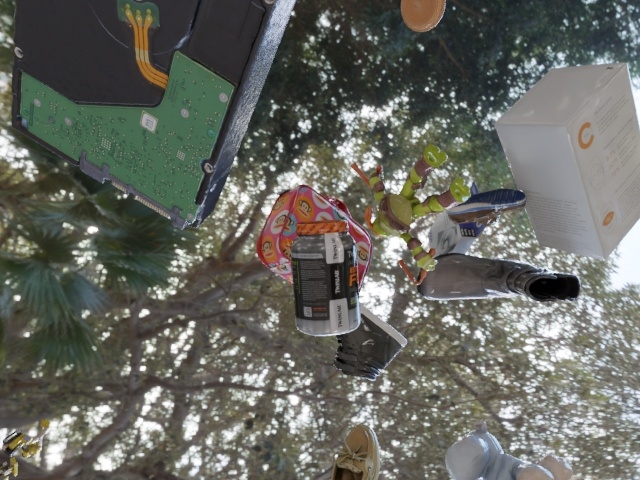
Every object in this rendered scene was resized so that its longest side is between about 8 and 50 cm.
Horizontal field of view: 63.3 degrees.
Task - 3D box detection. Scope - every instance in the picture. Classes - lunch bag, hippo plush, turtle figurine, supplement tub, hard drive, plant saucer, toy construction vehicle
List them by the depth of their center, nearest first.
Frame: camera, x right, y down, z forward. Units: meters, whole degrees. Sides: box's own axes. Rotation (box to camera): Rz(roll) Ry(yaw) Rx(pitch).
[{"bbox_3d":[-0.163,-0.191,0.483,0.339,0.237,0.064,-60,179,38],"label":"hard drive"},{"bbox_3d":[0.166,-0.388,0.855,0.083,0.013,0.083,21,-59,39],"label":"plant saucer"},{"bbox_3d":[-0.510,0.364,0.889,0.035,0.098,0.086,25,-66,15],"label":"toy construction vehicle"},{"bbox_3d":[0.008,0.061,0.907,0.117,0.117,0.190,2,-81,44],"label":"supplement tub"},{"bbox_3d":[0.142,-0.068,0.913,0.217,0.087,0.269,-45,-117,48],"label":"turtle figurine"},{"bbox_3d":[0.447,0.547,1.264,0.236,0.294,0.234,44,-61,36],"label":"hippo plush"},{"bbox_3d":[0.000,0.000,1.300,0.120,0.293,0.258,-17,-136,46],"label":"lunch bag"}]

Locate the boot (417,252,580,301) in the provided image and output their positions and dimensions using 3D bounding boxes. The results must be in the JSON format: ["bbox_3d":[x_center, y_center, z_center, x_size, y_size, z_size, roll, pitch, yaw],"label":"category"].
[{"bbox_3d":[0.421,0.094,1.232,0.223,0.338,0.118,-164,-111,-69],"label":"boot"}]

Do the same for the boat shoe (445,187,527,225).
[{"bbox_3d":[0.378,-0.072,1.181,0.183,0.066,0.066,-3,-145,38],"label":"boat shoe"}]

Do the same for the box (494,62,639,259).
[{"bbox_3d":[0.550,-0.165,1.109,0.215,0.345,0.168,-42,-150,-18],"label":"box"}]

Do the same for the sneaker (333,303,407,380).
[{"bbox_3d":[0.055,0.215,1.174,0.147,0.296,0.104,-58,-159,-12],"label":"sneaker"}]

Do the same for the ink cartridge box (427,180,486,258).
[{"bbox_3d":[0.379,-0.032,1.473,0.223,0.045,0.224,-83,-164,-53],"label":"ink cartridge box"}]

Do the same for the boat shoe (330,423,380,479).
[{"bbox_3d":[0.075,0.592,1.276,0.105,0.089,0.285,-7,-125,31],"label":"boat shoe"}]
